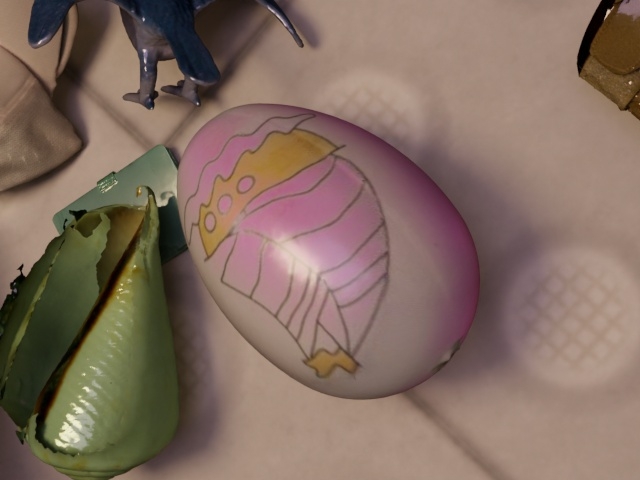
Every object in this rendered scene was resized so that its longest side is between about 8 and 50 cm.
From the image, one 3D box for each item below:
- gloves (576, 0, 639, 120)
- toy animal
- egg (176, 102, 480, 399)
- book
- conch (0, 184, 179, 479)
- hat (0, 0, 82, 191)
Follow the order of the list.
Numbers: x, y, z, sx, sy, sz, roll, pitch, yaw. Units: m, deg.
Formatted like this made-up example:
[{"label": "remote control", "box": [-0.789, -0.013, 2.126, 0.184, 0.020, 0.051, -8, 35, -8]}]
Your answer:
[{"label": "gloves", "box": [0.352, -0.100, 0.674, 0.331, 0.141, 0.154, 33, 68, 26]}, {"label": "toy animal", "box": [-0.149, -0.203, 0.818, 0.255, 0.239, 0.176, 31, 129, 56]}, {"label": "egg", "box": [0.000, 0.000, 0.734, 0.196, 0.196, 0.271, -43, 82, 8]}, {"label": "book", "box": [-0.178, -0.017, 0.878, 0.135, 0.017, 0.103, -32, 80, 12]}, {"label": "conch", "box": [-0.203, 0.086, 0.804, 0.143, 0.137, 0.250, -11, 90, 13]}, {"label": "hat", "box": [-0.337, -0.171, 0.858, 0.219, 0.164, 0.226, 19, 135, 17]}]
